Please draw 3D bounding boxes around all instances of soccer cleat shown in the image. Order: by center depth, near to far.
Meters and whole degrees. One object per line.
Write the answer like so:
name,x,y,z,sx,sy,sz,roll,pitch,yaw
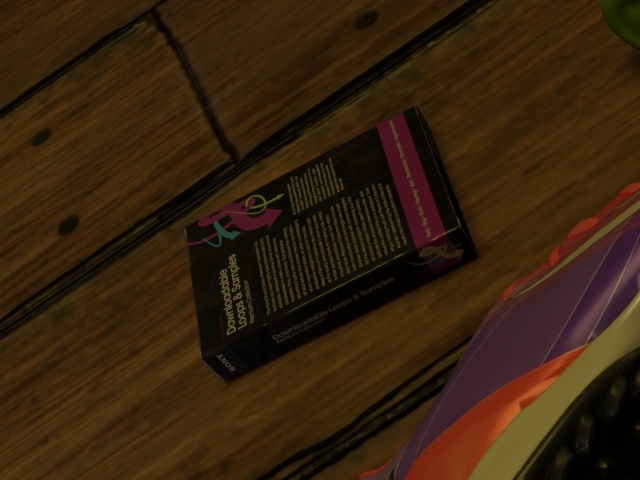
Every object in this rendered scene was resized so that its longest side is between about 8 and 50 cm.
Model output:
soccer cleat,0.139,0.020,0.567,0.318,0.108,0.116,-50,32,-14

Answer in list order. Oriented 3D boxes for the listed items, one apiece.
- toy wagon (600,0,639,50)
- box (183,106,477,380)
toy wagon,0.315,-0.195,0.672,0.344,0.068,0.267,15,62,43
box,0.000,0.000,0.742,0.162,0.029,0.116,-26,40,11
